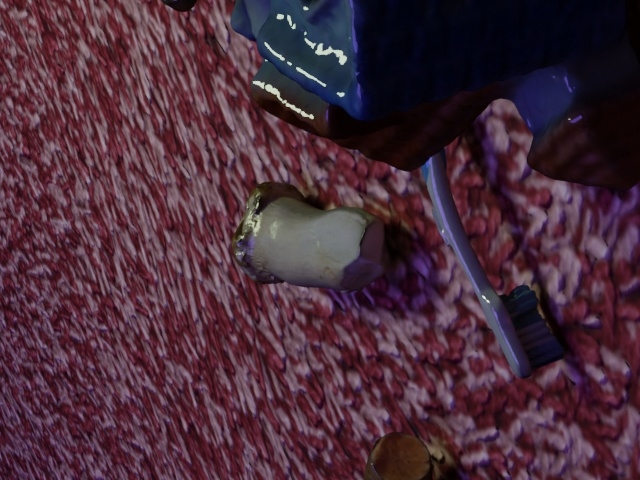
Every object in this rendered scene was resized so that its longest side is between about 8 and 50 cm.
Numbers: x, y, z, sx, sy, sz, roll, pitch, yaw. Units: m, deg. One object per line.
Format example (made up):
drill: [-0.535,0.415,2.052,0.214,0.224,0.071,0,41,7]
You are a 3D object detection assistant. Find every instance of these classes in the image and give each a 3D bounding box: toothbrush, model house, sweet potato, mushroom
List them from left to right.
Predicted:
mushroom: [0.000,0.000,1.448,0.209,0.071,0.084,8,80,62]
model house: [0.035,-0.143,1.056,0.329,0.251,0.295,64,151,7]
sweet potato: [0.052,0.245,1.496,0.067,0.059,0.281,28,145,12]
toothbrush: [0.062,-0.086,1.249,0.386,0.040,0.040,65,156,14]
